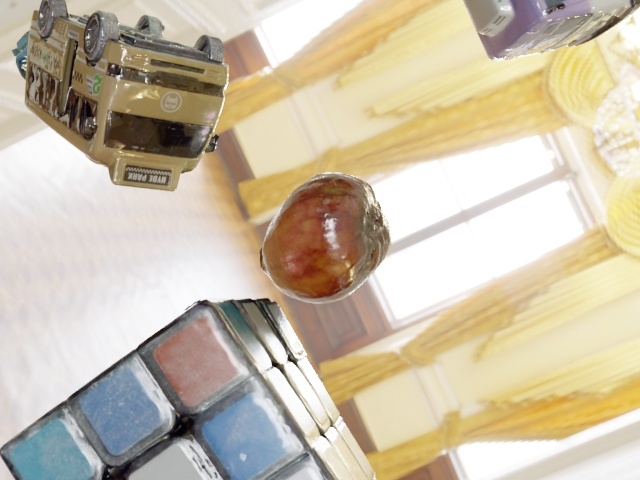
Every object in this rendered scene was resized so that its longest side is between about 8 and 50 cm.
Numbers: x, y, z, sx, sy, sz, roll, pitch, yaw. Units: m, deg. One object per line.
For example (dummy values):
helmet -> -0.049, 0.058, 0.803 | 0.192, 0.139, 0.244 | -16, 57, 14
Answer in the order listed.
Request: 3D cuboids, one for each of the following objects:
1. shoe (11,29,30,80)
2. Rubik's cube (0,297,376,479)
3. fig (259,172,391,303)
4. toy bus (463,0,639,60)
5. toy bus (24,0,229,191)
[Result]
shoe -> -0.416, -0.279, 1.367 | 0.207, 0.106, 0.091 | 40, -21, 49
Rubik's cube -> -0.159, 0.310, 1.225 | 0.363, 0.362, 0.359 | 59, 3, 9
fig -> 0.011, 0.000, 1.546 | 0.224, 0.263, 0.224 | 19, 41, -18
toy bus -> 0.319, -0.521, 1.442 | 0.440, 0.249, 0.209 | 67, -17, 2
toy bus -> -0.218, -0.164, 0.939 | 0.289, 0.139, 0.157 | 31, -68, 51
